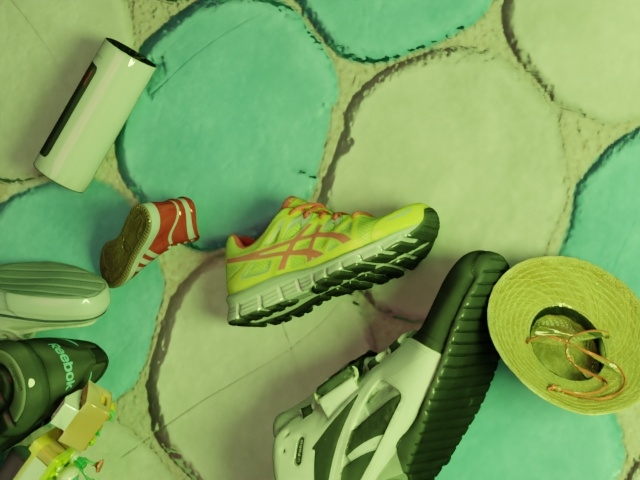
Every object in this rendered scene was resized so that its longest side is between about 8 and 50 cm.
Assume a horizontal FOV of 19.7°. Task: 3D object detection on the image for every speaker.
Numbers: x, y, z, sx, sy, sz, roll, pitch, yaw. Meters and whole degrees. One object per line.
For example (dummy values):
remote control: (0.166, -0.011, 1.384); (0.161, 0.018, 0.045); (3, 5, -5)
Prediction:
speaker: (-0.203, -0.114, 1.667); (0.055, 0.055, 0.136); (37, 101, 26)

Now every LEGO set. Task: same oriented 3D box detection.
LEGO set: (-0.248, 0.260, 1.560); (0.107, 0.132, 0.287); (41, 79, 9)

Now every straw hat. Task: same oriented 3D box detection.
straw hat: (0.187, 0.088, 1.430); (0.144, 0.144, 0.061); (52, 149, 23)

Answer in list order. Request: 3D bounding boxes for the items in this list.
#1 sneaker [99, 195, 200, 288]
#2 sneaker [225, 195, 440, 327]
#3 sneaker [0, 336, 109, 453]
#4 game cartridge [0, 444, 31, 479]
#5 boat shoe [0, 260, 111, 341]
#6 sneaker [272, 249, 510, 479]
sneaker: (-0.149, 0.001, 1.638); (0.042, 0.067, 0.118); (61, 141, 18)
sneaker: (0.000, 0.000, 1.532); (0.208, 0.081, 0.094); (-21, 72, 24)
sneaker: (-0.285, 0.151, 1.647); (0.267, 0.106, 0.101); (-26, 83, 49)
game cartridge: (-0.208, 0.340, 1.614); (0.297, 0.062, 0.198); (32, 95, 27)
boat shoe: (-0.286, 0.065, 1.686); (0.226, 0.083, 0.076); (6, 113, 28)
sneaker: (0.035, 0.141, 1.471); (0.146, 0.122, 0.331); (29, 97, 26)
